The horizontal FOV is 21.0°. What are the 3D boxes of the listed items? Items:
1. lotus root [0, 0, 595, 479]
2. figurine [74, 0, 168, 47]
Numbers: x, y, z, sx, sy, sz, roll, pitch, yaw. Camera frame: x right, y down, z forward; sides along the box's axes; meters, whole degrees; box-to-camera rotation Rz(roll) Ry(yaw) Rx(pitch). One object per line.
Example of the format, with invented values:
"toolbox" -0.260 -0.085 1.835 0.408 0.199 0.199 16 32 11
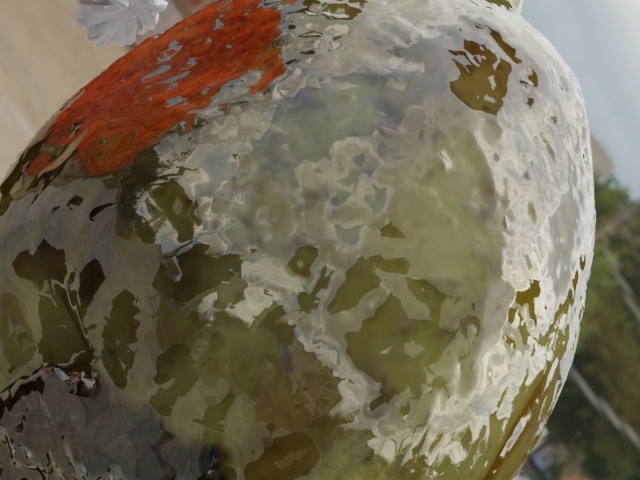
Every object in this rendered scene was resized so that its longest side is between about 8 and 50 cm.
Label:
"lotus root" 0.000 0.000 0.411 0.138 0.214 0.138 25 -31 16
"figurine" -0.093 -0.197 0.926 0.175 0.240 0.116 64 17 -65
